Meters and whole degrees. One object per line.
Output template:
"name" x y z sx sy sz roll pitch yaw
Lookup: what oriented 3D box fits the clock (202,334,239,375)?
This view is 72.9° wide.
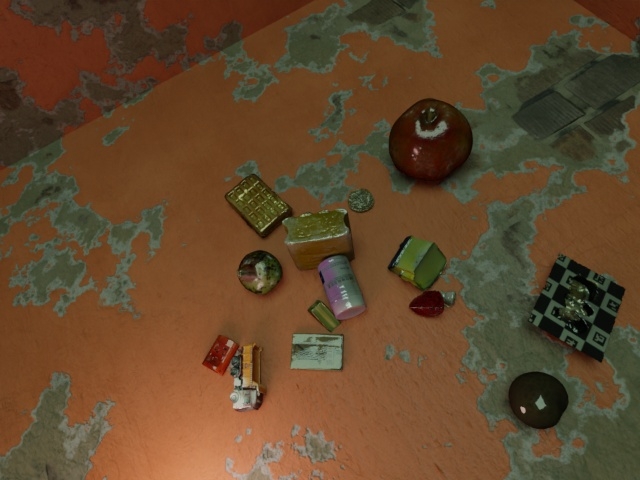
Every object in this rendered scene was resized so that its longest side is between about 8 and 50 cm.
"clock" -0.454 0.513 1.960 0.113 0.061 0.155 21 69 20

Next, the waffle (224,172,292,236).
"waffle" -0.322 -0.182 2.243 0.224 0.098 0.328 -43 67 -9

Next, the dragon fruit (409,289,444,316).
"dragon fruit" 0.479 0.274 1.876 0.162 0.083 0.106 -13 36 42

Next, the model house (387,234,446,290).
"model house" 0.419 0.098 1.963 0.211 0.170 0.193 23 76 50

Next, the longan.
"longan" 0.804 0.591 1.608 0.198 0.198 0.212 16 58 17

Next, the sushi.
"sushi" 1.025 0.277 1.771 0.296 0.100 0.373 31 64 13

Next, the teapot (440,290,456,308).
"teapot" 0.550 0.254 1.882 0.064 0.064 0.083 9 54 23

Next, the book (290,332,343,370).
"book" -0.016 0.490 1.903 0.231 0.026 0.161 -1 65 10

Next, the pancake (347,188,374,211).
"pancake" 0.203 -0.202 2.188 0.140 0.022 0.139 -4 65 9

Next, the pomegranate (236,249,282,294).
"pomegranate" -0.302 0.149 2.000 0.214 0.248 0.214 0 91 31

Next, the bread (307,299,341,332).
"bread" 0.017 0.344 1.973 0.139 0.084 0.074 46 78 -6

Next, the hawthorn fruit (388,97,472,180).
"hawthorn fruit" 0.515 -0.493 2.065 0.403 0.402 0.402 -4 64 9

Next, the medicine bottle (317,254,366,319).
"medicine bottle" 0.095 0.211 1.942 0.152 0.152 0.253 -22 62 1

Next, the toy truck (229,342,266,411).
"toy truck" -0.309 0.590 1.868 0.135 0.114 0.270 -10 61 12

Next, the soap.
"soap" 0.000 0.000 1.967 0.294 0.335 0.156 -7 65 4
